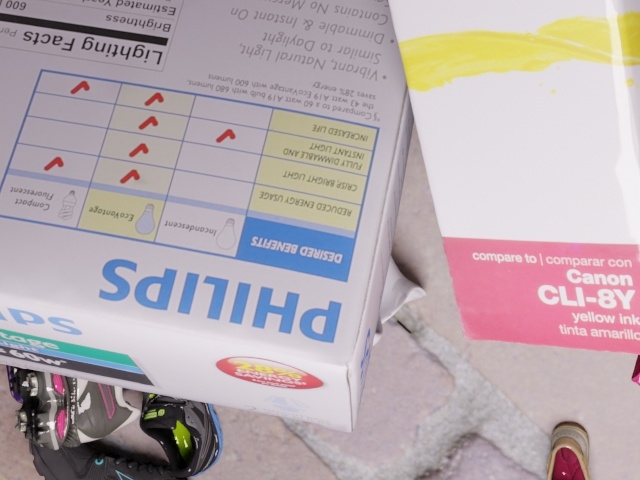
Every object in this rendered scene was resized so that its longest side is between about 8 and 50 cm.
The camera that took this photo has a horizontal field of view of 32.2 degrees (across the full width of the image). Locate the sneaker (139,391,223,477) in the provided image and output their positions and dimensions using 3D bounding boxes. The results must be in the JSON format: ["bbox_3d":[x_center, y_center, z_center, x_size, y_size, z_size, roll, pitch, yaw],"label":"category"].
[{"bbox_3d":[-0.158,0.164,1.174,0.067,0.078,0.188,-15,98,25],"label":"sneaker"}]

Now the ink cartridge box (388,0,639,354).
[{"bbox_3d":[0.187,-0.156,0.780,0.160,0.279,0.384,3,122,35],"label":"ink cartridge box"}]

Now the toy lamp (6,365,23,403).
[{"bbox_3d":[-0.291,0.049,1.198,0.080,0.080,0.274,20,108,15],"label":"toy lamp"}]

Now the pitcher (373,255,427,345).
[{"bbox_3d":[0.000,0.000,1.013,0.125,0.178,0.207,-36,91,12],"label":"pitcher"}]

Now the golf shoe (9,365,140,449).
[{"bbox_3d":[-0.252,0.073,1.126,0.105,0.120,0.272,13,106,57],"label":"golf shoe"}]

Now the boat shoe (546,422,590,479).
[{"bbox_3d":[0.236,0.245,1.060,0.050,0.045,0.135,-4,103,22],"label":"boat shoe"}]

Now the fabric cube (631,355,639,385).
[{"bbox_3d":[0.427,0.070,0.826,0.258,0.254,0.259,44,116,7],"label":"fabric cube"}]

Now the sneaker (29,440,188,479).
[{"bbox_3d":[-0.205,0.280,1.231,0.267,0.101,0.106,39,93,8],"label":"sneaker"}]

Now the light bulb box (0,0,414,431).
[{"bbox_3d":[-0.111,-0.074,0.864,0.358,0.225,0.361,10,69,6],"label":"light bulb box"}]
